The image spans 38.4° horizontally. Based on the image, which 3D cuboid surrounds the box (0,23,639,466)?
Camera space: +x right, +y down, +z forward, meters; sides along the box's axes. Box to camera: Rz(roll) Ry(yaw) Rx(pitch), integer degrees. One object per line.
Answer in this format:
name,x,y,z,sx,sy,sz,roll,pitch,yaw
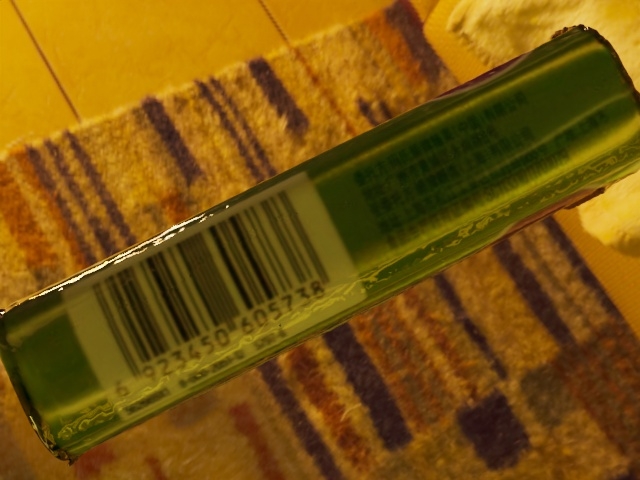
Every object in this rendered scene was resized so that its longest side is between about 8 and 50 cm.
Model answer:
box,0.000,0.000,0.511,0.345,0.134,0.097,-27,85,-4
